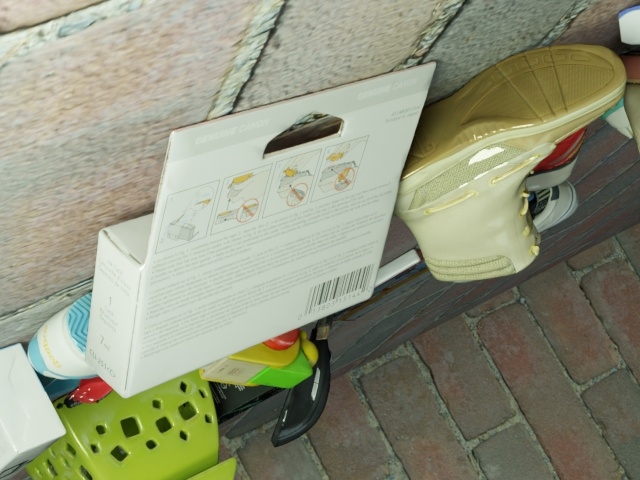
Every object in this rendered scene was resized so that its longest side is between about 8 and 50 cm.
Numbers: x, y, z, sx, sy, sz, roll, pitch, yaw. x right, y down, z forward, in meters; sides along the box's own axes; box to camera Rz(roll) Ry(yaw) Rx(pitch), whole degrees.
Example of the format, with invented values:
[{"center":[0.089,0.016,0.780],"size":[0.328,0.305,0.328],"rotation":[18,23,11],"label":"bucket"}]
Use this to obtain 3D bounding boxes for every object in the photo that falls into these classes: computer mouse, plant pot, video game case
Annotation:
[{"center":[0.000,0.183,1.947],"size":[0.184,0.060,0.262],"rotation":[112,-1,-70],"label":"computer mouse"},{"center":[-0.259,0.302,1.818],"size":[0.228,0.207,0.227],"rotation":[-21,168,-34],"label":"plant pot"},{"center":[0.102,0.081,2.230],"size":[0.204,0.025,0.285],"rotation":[-30,170,10],"label":"video game case"}]

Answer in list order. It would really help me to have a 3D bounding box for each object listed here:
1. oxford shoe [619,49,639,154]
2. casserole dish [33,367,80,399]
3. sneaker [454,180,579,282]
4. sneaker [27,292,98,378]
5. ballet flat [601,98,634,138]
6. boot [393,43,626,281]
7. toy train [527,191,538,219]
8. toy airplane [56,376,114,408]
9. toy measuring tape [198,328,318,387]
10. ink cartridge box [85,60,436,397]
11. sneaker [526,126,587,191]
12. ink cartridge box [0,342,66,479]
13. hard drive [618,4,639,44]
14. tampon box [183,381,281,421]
[{"center":[0.442,-0.155,1.526],"size":[0.123,0.130,0.348],"rotation":[6,-171,42],"label":"oxford shoe"},{"center":[-0.248,0.119,1.425],"size":[0.188,0.037,0.114],"rotation":[-37,167,34],"label":"casserole dish"},{"center":[0.281,-0.024,2.079],"size":[0.258,0.094,0.091],"rotation":[-38,149,24],"label":"sneaker"},{"center":[-0.187,0.084,1.313],"size":[0.092,0.087,0.228],"rotation":[-28,166,37],"label":"sneaker"},{"center":[0.385,-0.167,1.593],"size":[0.083,0.087,0.247],"rotation":[-32,169,28],"label":"ballet flat"},{"center":[0.191,-0.066,1.282],"size":[0.262,0.095,0.203],"rotation":[-27,137,10],"label":"boot"},{"center":[0.199,-0.059,1.566],"size":[0.080,0.105,0.184],"rotation":[-35,168,33],"label":"toy train"},{"center":[-0.226,0.154,1.474],"size":[0.151,0.028,0.151],"rotation":[-28,169,-6],"label":"toy airplane"},{"center":[-0.129,0.111,1.625],"size":[0.330,0.121,0.121],"rotation":[14,141,-42],"label":"toy measuring tape"},{"center":[-0.049,-0.025,1.111],"size":[0.296,0.066,0.261],"rotation":[-20,135,-41],"label":"ink cartridge box"},{"center":[0.185,-0.101,1.430],"size":[0.279,0.107,0.118],"rotation":[-26,152,-33],"label":"sneaker"},{"center":[-0.338,0.189,1.327],"size":[0.060,0.104,0.180],"rotation":[-21,168,-43],"label":"ink cartridge box"},{"center":[0.468,-0.238,1.388],"size":[0.210,0.040,0.318],"rotation":[-6,-176,32],"label":"hard drive"},{"center":[-0.137,0.208,1.978],"size":[0.161,0.101,0.120],"rotation":[-28,170,-11],"label":"tampon box"}]
